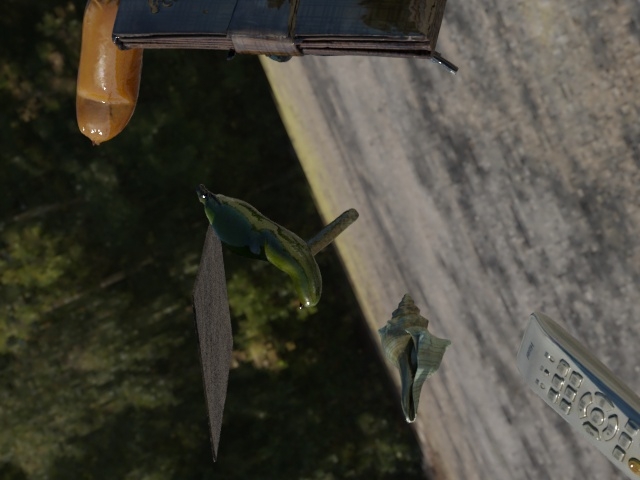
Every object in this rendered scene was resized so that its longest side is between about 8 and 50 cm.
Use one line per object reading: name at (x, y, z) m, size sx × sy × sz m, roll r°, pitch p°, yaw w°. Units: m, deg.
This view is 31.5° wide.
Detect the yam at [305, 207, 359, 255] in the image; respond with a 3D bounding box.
yam at (0.000, 0.000, 1.395) m, size 0.021 × 0.116 × 0.021 m, roll 50°, pitch 176°, yaw 5°

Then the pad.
pad at (-0.135, 0.106, 1.461) m, size 0.330 × 0.004 × 0.220 m, roll -91°, pitch -4°, yaw -68°

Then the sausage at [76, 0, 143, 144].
sausage at (-0.198, -0.172, 1.075) m, size 0.054 × 0.062 × 0.183 m, roll -97°, pitch 15°, yaw -49°

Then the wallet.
wallet at (-0.024, -0.178, 0.764) m, size 0.042 × 0.230 × 0.124 m, roll 59°, pitch -140°, yaw -61°

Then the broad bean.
broad bean at (-0.073, -0.001, 1.354) m, size 0.213 × 0.048 × 0.070 m, roll 42°, pitch 123°, yaw 26°

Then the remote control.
remote control at (0.360, 0.210, 1.360) m, size 0.313 × 0.055 × 0.109 m, roll 44°, pitch 147°, yaw 29°

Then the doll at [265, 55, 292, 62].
doll at (-0.045, -0.251, 1.471) m, size 0.027 × 0.037 × 0.125 m, roll -67°, pitch -5°, yaw 27°

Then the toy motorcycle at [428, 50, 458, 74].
toy motorcycle at (0.060, -0.339, 1.386) m, size 0.125 × 0.358 × 0.213 m, roll 13°, pitch -86°, yaw -63°

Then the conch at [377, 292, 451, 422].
conch at (0.183, 0.199, 2.091) m, size 0.234 × 0.114 × 0.137 m, roll 64°, pitch 144°, yaw 40°
